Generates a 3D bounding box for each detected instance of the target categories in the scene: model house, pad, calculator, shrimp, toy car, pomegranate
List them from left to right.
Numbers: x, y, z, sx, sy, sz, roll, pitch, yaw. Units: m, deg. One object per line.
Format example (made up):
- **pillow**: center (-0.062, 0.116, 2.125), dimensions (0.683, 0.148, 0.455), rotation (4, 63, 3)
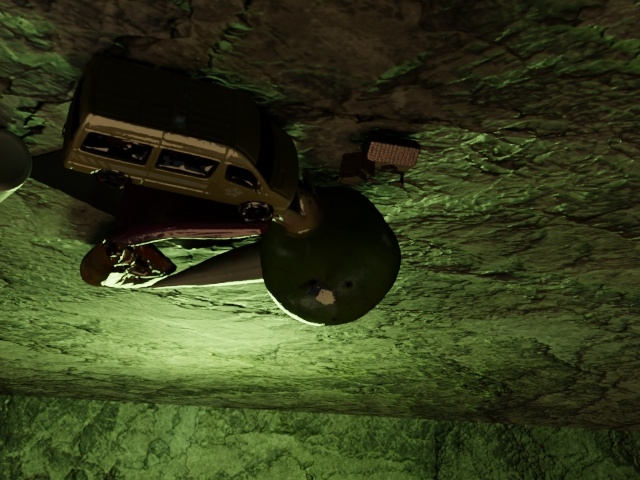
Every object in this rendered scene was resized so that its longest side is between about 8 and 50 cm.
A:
- **shrimp**: center (-0.292, 0.033, 1.432), dimensions (0.152, 0.062, 0.287), rotation (6, 164, -18)
- **pad**: center (-0.204, -0.058, 1.251), dimensions (0.248, 0.007, 0.368), rotation (-9, 157, 31)
- **toy car**: center (-0.133, -0.106, 0.961), dimensions (0.257, 0.101, 0.124), rotation (12, 151, -21)
- **calculator**: center (-0.145, -0.052, 1.076), dimensions (0.191, 0.126, 0.034), rotation (-4, 136, 10)
- **pomegranate**: center (-0.002, 0.001, 1.161), dimensions (0.187, 0.187, 0.225), rotation (-6, 139, 23)
- **model house**: center (0.066, -0.092, 1.047), dimensions (0.083, 0.057, 0.058), rotation (9, 164, -13)

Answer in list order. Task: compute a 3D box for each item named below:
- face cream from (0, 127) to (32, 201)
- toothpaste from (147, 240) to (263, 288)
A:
- **face cream**: center (-0.448, -0.063, 1.151), dimensions (0.082, 0.081, 0.269), rotation (16, 157, -34)
- **toothpaste**: center (-0.127, 0.040, 1.427), dimensions (0.323, 0.066, 0.100), rotation (-12, -173, 34)
